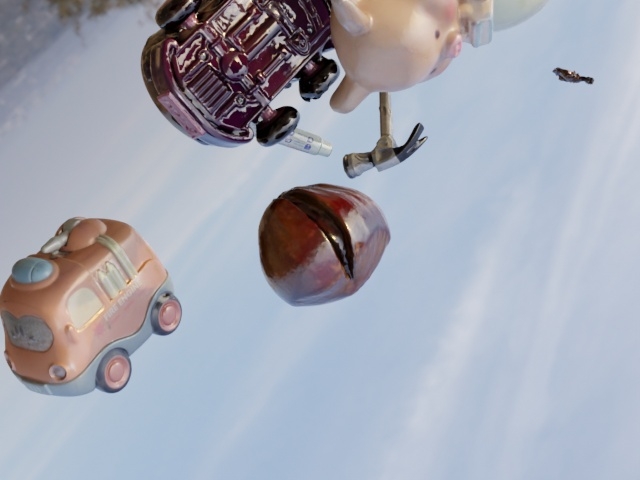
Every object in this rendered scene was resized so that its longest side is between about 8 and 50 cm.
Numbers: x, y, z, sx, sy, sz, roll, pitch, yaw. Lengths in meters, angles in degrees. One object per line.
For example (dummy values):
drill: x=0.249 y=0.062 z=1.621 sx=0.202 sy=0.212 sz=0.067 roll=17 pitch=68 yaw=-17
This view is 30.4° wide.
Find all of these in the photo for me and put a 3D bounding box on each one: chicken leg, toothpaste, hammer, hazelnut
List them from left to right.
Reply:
toothpaste: x=-0.082 y=-0.184 z=1.945 sx=0.033 sy=0.218 sz=0.052 roll=-119 pitch=-131 yaw=-67
hazelnut: x=0.000 y=0.000 z=1.674 sx=0.204 sy=0.178 sz=0.178 roll=-35 pitch=-172 yaw=-26
hammer: x=0.108 y=-0.298 z=2.146 sx=0.152 sy=0.044 sz=0.427 roll=-19 pitch=-130 yaw=21
chicken leg: x=0.383 y=-0.252 z=1.805 sx=0.083 sy=0.036 sz=0.021 roll=31 pitch=-77 yaw=62

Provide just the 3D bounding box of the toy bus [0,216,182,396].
toy bus: x=-0.367 y=0.090 z=1.823 sx=0.194 sy=0.232 sz=0.288 roll=9 pitch=-139 yaw=36

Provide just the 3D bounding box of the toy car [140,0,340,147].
toy car: x=-0.141 y=-0.290 z=1.832 sx=0.341 sy=0.271 sz=0.240 roll=-48 pitch=-161 yaw=-26

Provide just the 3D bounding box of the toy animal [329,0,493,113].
toy animal: x=0.121 y=-0.299 z=1.538 sx=0.195 sy=0.212 sz=0.256 roll=89 pitch=10 yaw=-46

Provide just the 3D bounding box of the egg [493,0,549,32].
egg: x=0.239 y=-0.464 z=1.777 sx=0.283 sy=0.283 sz=0.345 roll=-43 pitch=160 yaw=4
